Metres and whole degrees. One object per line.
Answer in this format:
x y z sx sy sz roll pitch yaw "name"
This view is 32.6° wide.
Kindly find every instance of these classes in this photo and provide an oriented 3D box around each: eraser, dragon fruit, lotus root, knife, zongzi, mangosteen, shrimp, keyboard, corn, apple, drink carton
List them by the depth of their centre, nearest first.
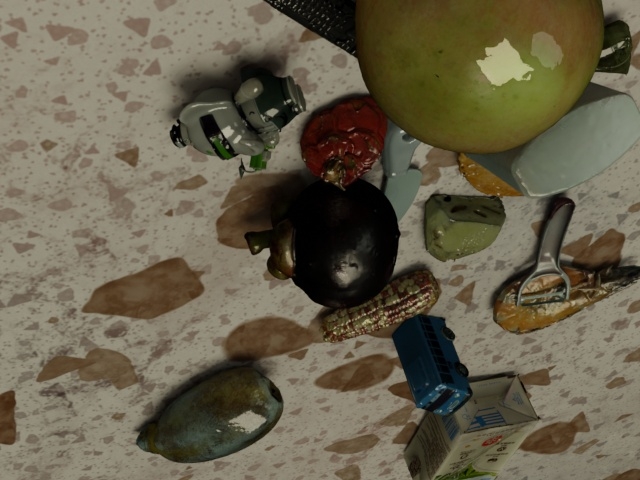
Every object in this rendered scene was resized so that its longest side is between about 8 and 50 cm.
0.187 -0.262 1.362 0.319 0.319 0.277 8 137 -32 "apple"
0.012 -0.301 1.472 0.072 0.023 0.231 -38 140 27 "keyboard"
0.313 -0.157 1.551 0.189 0.290 0.104 -28 107 -1 "eraser"
0.028 -0.141 1.615 0.162 0.106 0.083 -36 140 25 "dragon fruit"
0.399 -0.266 1.672 0.154 0.062 0.130 -17 156 7 "zongzi"
0.000 0.000 1.721 0.250 0.211 0.211 5 145 11 "mangosteen"
0.129 -0.100 1.776 0.080 0.044 0.331 -19 150 -13 "knife"
0.244 -0.011 1.906 0.143 0.070 0.144 -4 141 -19 "lotus root"
0.107 0.125 2.021 0.237 0.079 0.079 -23 144 9 "corn"
0.420 0.016 2.034 0.123 0.053 0.278 -10 136 -11 "knife"
-0.219 0.357 2.110 0.322 0.140 0.158 -29 143 17 "lotus root"
0.487 0.092 2.163 0.317 0.062 0.164 -20 138 0 "shrimp"
0.334 0.444 2.478 0.194 0.132 0.324 -5 143 -20 "drink carton"

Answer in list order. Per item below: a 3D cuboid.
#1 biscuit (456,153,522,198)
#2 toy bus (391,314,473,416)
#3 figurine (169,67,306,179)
0.343 -0.162 1.788 0.254 0.035 0.254 -12 142 -9 "biscuit"
0.214 0.241 2.120 0.106 0.184 0.090 15 131 -34 "toy bus"
-0.117 -0.167 1.508 0.192 0.126 0.147 -16 164 15 "figurine"
